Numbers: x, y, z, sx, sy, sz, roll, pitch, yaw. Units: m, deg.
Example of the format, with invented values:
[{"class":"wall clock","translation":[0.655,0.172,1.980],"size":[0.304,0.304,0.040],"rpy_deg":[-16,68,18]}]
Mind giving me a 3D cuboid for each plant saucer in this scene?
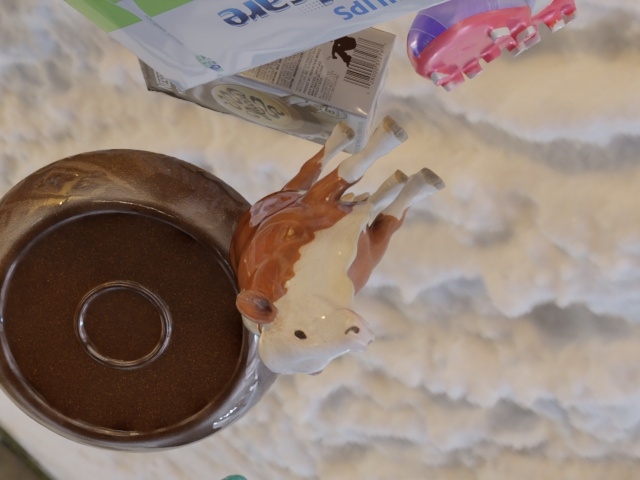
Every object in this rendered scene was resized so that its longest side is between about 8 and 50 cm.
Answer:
[{"class":"plant saucer","translation":[-0.179,0.070,1.166],"size":[0.310,0.310,0.050],"rpy_deg":[50,-165,-15]}]

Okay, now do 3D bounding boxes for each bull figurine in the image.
[{"class":"bull figurine","translation":[0.000,0.000,0.975],"size":[0.101,0.188,0.310],"rpy_deg":[45,176,-15]}]

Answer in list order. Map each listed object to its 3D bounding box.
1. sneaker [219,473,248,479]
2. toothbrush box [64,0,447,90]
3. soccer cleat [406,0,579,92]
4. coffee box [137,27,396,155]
[{"class":"sneaker","translation":[-0.079,0.340,1.231],"size":[0.107,0.110,0.275],"rpy_deg":[39,-165,-41]},{"class":"toothbrush box","translation":[-0.083,-0.212,0.587],"size":[0.206,0.122,0.283],"rpy_deg":[-11,142,44]},{"class":"soccer cleat","translation":[0.104,-0.164,0.838],"size":[0.083,0.248,0.095],"rpy_deg":[-34,88,30]},{"class":"coffee box","translation":[-0.068,-0.220,1.575],"size":[0.297,0.119,0.168],"rpy_deg":[18,167,4]}]
